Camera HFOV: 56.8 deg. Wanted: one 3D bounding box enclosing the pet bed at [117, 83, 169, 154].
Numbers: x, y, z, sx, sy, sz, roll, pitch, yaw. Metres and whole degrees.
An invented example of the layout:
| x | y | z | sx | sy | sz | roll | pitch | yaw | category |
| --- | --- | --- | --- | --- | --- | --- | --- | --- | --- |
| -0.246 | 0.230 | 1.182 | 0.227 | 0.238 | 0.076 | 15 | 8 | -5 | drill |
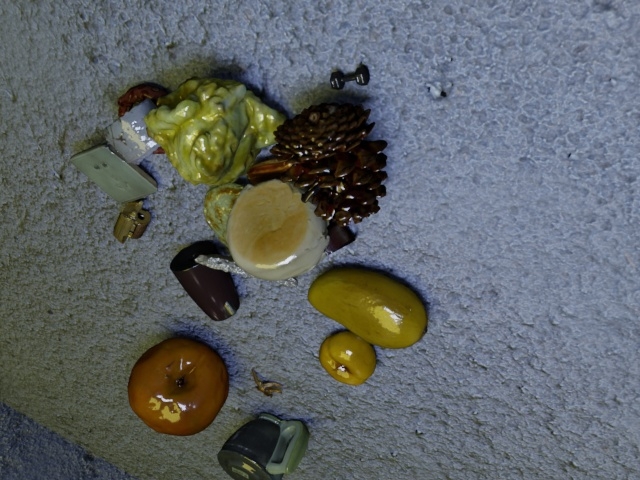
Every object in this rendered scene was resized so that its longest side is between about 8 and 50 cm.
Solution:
| x | y | z | sx | sy | sz | roll | pitch | yaw | category |
| --- | --- | --- | --- | --- | --- | --- | --- | --- | --- |
| -0.435 | -0.315 | 1.547 | 0.201 | 0.053 | 0.201 | 14 | 134 | 15 | pet bed |

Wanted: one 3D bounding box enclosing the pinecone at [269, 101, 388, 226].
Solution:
| x | y | z | sx | sy | sz | roll | pitch | yaw | category |
| --- | --- | --- | --- | --- | --- | --- | --- | --- | --- |
| 0.032 | -0.152 | 1.272 | 0.246 | 0.246 | 0.292 | -3 | 130 | 32 | pinecone |

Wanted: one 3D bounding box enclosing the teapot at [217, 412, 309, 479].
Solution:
| x | y | z | sx | sy | sz | roll | pitch | yaw | category |
| --- | --- | --- | --- | --- | --- | --- | --- | --- | --- |
| -0.200 | 0.725 | 2.100 | 0.239 | 0.239 | 0.321 | 34 | 139 | 1 | teapot |

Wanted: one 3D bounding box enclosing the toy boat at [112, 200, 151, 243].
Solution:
| x | y | z | sx | sy | sz | roll | pitch | yaw | category |
| --- | --- | --- | --- | --- | --- | --- | --- | --- | --- |
| -0.584 | -0.048 | 1.831 | 0.088 | 0.068 | 0.226 | 31 | 143 | -12 | toy boat |

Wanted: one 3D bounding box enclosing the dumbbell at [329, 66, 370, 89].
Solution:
| x | y | z | sx | sy | sz | roll | pitch | yaw | category |
| --- | --- | --- | --- | --- | --- | --- | --- | --- | --- |
| 0.062 | -0.340 | 1.242 | 0.083 | 0.040 | 0.036 | -1 | 93 | 31 | dumbbell |

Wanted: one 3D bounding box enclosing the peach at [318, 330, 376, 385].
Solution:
| x | y | z | sx | sy | sz | roll | pitch | yaw | category |
| --- | --- | --- | --- | --- | --- | --- | --- | --- | --- |
| 0.080 | 0.343 | 1.726 | 0.179 | 0.103 | 0.179 | 18 | 132 | 22 | peach |

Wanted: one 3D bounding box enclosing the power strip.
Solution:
| x | y | z | sx | sy | sz | roll | pitch | yaw | category |
| --- | --- | --- | --- | --- | --- | --- | --- | --- | --- |
| -0.584 | -0.206 | 1.708 | 0.198 | 0.064 | 0.213 | -11 | 138 | 35 | power strip |

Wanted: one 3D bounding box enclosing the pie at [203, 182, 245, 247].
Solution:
| x | y | z | sx | sy | sz | roll | pitch | yaw | category |
| --- | --- | --- | --- | --- | --- | --- | --- | --- | --- |
| -0.214 | -0.052 | 1.597 | 0.201 | 0.090 | 0.248 | 6 | 129 | 29 | pie |

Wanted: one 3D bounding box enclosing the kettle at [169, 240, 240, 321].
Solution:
| x | y | z | sx | sy | sz | roll | pitch | yaw | category |
| --- | --- | --- | --- | --- | --- | --- | --- | --- | --- |
| -0.350 | 0.132 | 1.796 | 0.202 | 0.144 | 0.232 | 13 | 136 | 48 | kettle |

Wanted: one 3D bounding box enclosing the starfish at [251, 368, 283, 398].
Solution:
| x | y | z | sx | sy | sz | roll | pitch | yaw | category |
| --- | --- | --- | --- | --- | --- | --- | --- | --- | --- |
| -0.205 | 0.506 | 2.066 | 0.130 | 0.041 | 0.133 | 46 | 134 | -8 | starfish |

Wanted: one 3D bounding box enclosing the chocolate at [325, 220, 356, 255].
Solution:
| x | y | z | sx | sy | sz | roll | pitch | yaw | category |
| --- | --- | --- | --- | --- | --- | --- | --- | --- | --- |
| 0.000 | 0.000 | 1.501 | 0.149 | 0.125 | 0.080 | -22 | 95 | 45 | chocolate |

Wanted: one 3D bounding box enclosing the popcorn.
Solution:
| x | y | z | sx | sy | sz | roll | pitch | yaw | category |
| --- | --- | --- | --- | --- | --- | --- | --- | --- | --- |
| -0.251 | -0.255 | 1.352 | 0.237 | 0.293 | 0.293 | 51 | 136 | 12 | popcorn |

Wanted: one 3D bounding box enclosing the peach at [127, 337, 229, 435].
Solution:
| x | y | z | sx | sy | sz | roll | pitch | yaw | category |
| --- | --- | --- | --- | --- | --- | --- | --- | --- | --- |
| -0.491 | 0.506 | 2.051 | 0.343 | 0.343 | 0.301 | 38 | 157 | -1 | peach |

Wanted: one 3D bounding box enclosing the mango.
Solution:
| x | y | z | sx | sy | sz | roll | pitch | yaw | category |
| --- | --- | --- | --- | --- | --- | --- | --- | --- | --- |
| 0.124 | 0.165 | 1.534 | 0.332 | 0.142 | 0.195 | 26 | 129 | 15 | mango |

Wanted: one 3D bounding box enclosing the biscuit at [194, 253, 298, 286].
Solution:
| x | y | z | sx | sy | sz | roll | pitch | yaw | category |
| --- | --- | --- | --- | --- | --- | --- | --- | --- | --- |
| -0.206 | 0.075 | 1.667 | 0.290 | 0.141 | 0.038 | 13 | 94 | -7 | biscuit |

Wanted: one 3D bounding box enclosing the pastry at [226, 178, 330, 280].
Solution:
| x | y | z | sx | sy | sz | roll | pitch | yaw | category |
| --- | --- | --- | --- | --- | --- | --- | --- | --- | --- |
| -0.100 | -0.025 | 1.407 | 0.265 | 0.264 | 0.133 | 12 | 165 | 23 | pastry |

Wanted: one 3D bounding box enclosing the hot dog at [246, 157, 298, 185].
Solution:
| x | y | z | sx | sy | sz | roll | pitch | yaw | category |
| --- | --- | --- | --- | --- | --- | --- | --- | --- | --- |
| -0.102 | -0.171 | 1.460 | 0.188 | 0.055 | 0.072 | -4 | 120 | 32 | hot dog |

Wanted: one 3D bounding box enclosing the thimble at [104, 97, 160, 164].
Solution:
| x | y | z | sx | sy | sz | roll | pitch | yaw | category |
| --- | --- | --- | --- | --- | --- | --- | --- | --- | --- |
| -0.445 | -0.267 | 1.465 | 0.151 | 0.127 | 0.118 | -18 | 117 | 43 | thimble |
